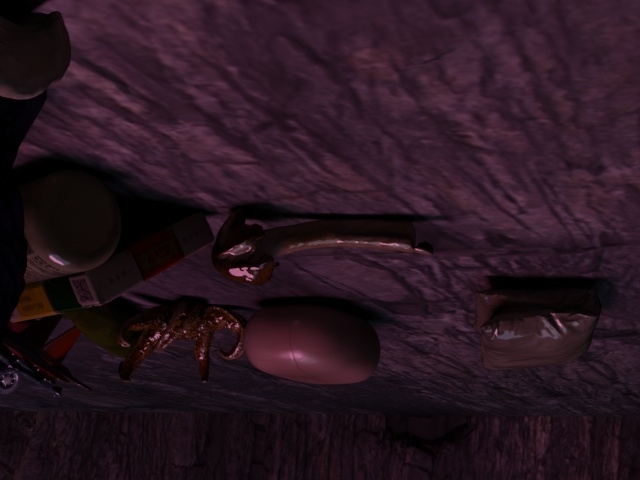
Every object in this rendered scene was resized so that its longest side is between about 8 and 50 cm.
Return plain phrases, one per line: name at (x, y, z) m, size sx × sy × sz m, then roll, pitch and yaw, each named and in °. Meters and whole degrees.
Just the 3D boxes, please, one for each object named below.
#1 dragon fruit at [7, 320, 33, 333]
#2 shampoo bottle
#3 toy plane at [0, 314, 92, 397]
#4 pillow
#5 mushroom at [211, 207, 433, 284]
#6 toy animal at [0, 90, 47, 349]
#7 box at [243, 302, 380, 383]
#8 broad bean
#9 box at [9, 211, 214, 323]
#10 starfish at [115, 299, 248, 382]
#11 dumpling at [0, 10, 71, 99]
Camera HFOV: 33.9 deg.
dragon fruit at (-0.539, 0.173, 1.506) m, size 0.262 × 0.189 × 0.163 m, roll 6°, pitch 135°, yaw 3°
shampoo bottle at (-0.232, -0.006, 0.835) m, size 0.079 × 0.079 × 0.162 m, roll 16°, pitch 161°, yaw -42°
toy plane at (-0.435, 0.114, 1.298) m, size 0.223 × 0.104 × 0.326 m, roll 29°, pitch -177°, yaw 43°
pillow at (0.232, 0.091, 1.142) m, size 0.134 × 0.077 × 0.181 m, roll -2°, pitch 162°, yaw 8°
mushroom at (0.000, 0.000, 0.882) m, size 0.187 × 0.060 × 0.061 m, roll -6°, pitch 150°, yaw 3°
toy animal at (-0.251, 0.004, 0.676) m, size 0.122 × 0.185 × 0.298 m, roll 15°, pitch 143°, yaw -25°
box at (-0.008, 0.131, 1.312) m, size 0.146 × 0.088 × 0.200 m, roll -5°, pitch 165°, yaw 26°
broad bean at (-0.290, 0.094, 1.300) m, size 0.098 × 0.056 × 0.318 m, roll 0°, pitch 161°, yaw 24°
box at (-0.214, 0.029, 0.935) m, size 0.235 × 0.034 × 0.132 m, roll -12°, pitch -165°, yaw 47°
starfish at (-0.189, 0.125, 1.315) m, size 0.190 × 0.074 × 0.146 m, roll 14°, pitch 146°, yaw -44°
dumpling at (-0.207, -0.092, 0.507) m, size 0.169 × 0.100 × 0.134 m, roll -22°, pitch -165°, yaw 20°
